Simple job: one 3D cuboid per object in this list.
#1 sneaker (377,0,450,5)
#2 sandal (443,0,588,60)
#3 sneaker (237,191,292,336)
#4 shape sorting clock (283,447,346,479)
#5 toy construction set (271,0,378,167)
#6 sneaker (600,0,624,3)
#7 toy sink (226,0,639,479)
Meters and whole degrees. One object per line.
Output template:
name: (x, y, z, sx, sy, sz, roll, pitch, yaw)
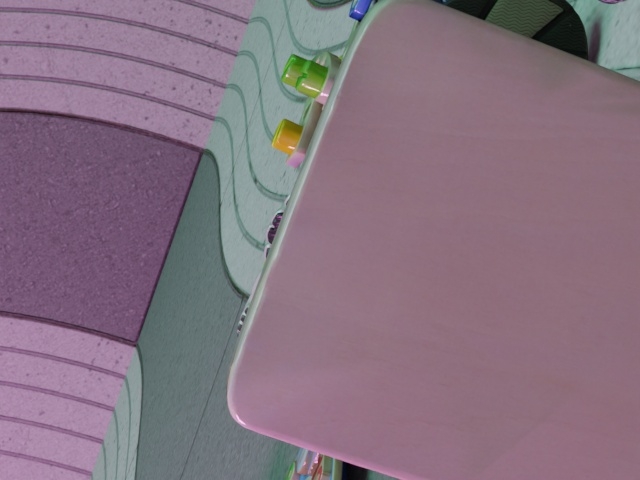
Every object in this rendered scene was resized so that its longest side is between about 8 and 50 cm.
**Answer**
sneaker: (0.094, -0.108, 1.097, 0.131, 0.112, 0.319, 25, 99, 61)
sandal: (0.081, -0.025, 0.957, 0.086, 0.120, 0.303, -2, -69, -88)
sneaker: (0.000, 0.000, 1.315, 0.279, 0.107, 0.118, -56, 10, 44)
shape sorting clock: (-0.021, 0.241, 1.165, 0.206, 0.040, 0.206, -161, 90, -78)
toy construction set: (0.053, -0.219, 1.338, 0.215, 0.151, 0.328, 154, 123, -74)
sneaker: (0.197, -0.255, 0.866, 0.095, 0.090, 0.235, 115, 172, -73)
toy sink: (0.090, 0.013, 0.544, 0.131, 0.234, 0.153, -122, 51, -75)
